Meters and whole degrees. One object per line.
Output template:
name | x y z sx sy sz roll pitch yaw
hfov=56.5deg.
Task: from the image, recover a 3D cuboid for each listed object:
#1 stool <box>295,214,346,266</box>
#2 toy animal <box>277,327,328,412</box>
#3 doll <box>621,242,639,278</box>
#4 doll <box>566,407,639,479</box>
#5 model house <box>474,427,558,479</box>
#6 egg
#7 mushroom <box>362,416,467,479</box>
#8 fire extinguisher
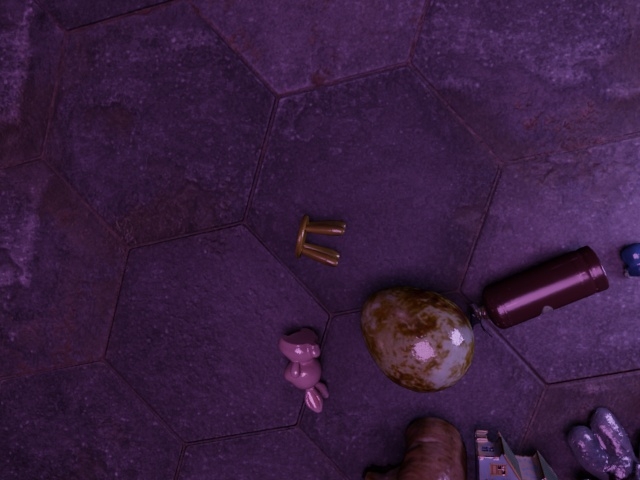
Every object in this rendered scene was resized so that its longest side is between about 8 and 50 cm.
stool | 0.000 0.000 1.478 0.110 0.134 0.135 11 145 1
toy animal | -0.046 0.342 1.543 0.124 0.124 0.212 -3 105 8
doll | 0.760 0.046 1.419 0.076 0.050 0.083 -21 94 6
doll | 0.751 0.589 1.452 0.246 0.158 0.340 -31 91 -1
model house | 0.490 0.606 1.477 0.206 0.178 0.271 -2 96 14
egg | 0.226 0.228 1.426 0.289 0.238 0.238 34 103 25
mushroom | 0.250 0.640 1.408 0.224 0.397 0.314 40 99 -2
fire extinguisher | 0.505 0.137 1.434 0.337 0.114 0.135 -23 109 10
